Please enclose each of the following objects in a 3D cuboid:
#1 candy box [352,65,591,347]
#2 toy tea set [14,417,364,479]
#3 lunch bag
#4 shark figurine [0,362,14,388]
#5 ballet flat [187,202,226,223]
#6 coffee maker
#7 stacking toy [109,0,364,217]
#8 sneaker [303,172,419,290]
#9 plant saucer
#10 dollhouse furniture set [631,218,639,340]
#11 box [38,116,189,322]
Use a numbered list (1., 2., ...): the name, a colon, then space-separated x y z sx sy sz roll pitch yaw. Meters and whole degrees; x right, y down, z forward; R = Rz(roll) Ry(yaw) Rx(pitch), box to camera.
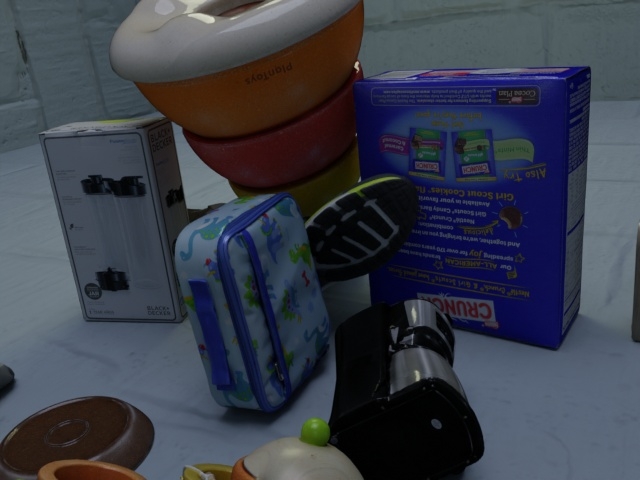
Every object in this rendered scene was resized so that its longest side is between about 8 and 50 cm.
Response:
1. candy box: 0.189 -0.052 0.834 0.268 0.317 0.122 9 23 35
2. toy tea set: -0.115 0.152 0.400 0.336 0.124 0.200 17 -6 -42
3. lunch bag: -0.070 0.068 0.731 0.090 0.219 0.176 -3 18 28
4. shark figurine: -0.489 0.189 0.719 0.278 0.116 0.166 -6 -16 -23
5. ballet flat: -0.254 -0.032 1.261 0.250 0.058 0.084 -2 54 32
6. coffee maker: 0.054 0.142 0.629 0.171 0.120 0.178 -6 19 5
7. stacking toy: -0.054 -0.141 0.958 0.350 0.480 0.350 -13 35 9
8. sneaker: 0.000 0.000 0.860 0.300 0.111 0.121 -35 25 27
9. plant saucer: -0.259 0.209 0.680 0.168 0.029 0.168 -5 19 2
10. dollhouse furniture set: 0.512 0.009 0.650 0.362 0.256 0.394 6 23 30
11. box: -0.284 -0.029 0.963 0.169 0.290 0.087 -2 20 16
